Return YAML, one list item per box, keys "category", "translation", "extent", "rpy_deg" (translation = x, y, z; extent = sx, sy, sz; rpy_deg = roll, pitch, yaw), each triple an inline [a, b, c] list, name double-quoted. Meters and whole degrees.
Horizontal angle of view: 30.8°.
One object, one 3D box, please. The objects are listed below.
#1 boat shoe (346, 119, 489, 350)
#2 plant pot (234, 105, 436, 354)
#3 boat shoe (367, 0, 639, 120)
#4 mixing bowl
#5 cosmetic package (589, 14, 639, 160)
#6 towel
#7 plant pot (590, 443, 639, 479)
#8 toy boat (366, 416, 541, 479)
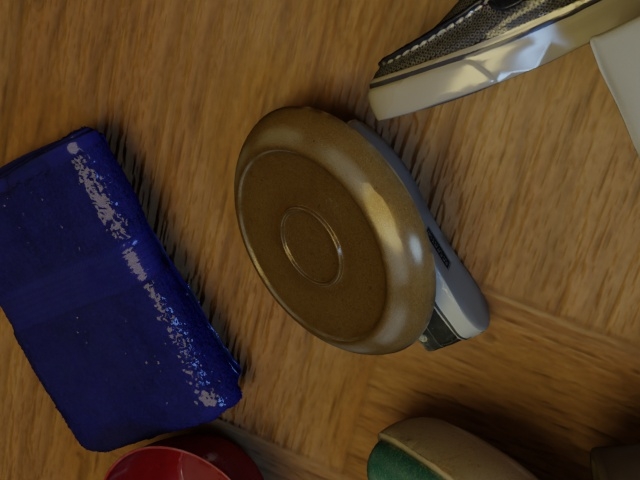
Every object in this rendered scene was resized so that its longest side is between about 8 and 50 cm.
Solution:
- category: "boat shoe"
  translation: [0.062, 0.001, 1.010]
  extent: [0.070, 0.078, 0.219]
  rpy_deg: [-27, 100, 28]
- category: "plant pot"
  translation: [0.000, 0.000, 1.003]
  extent: [0.236, 0.032, 0.236]
  rpy_deg: [30, 134, 35]
- category: "boat shoe"
  translation: [0.168, -0.218, 0.866]
  extent: [0.340, 0.127, 0.158]
  rpy_deg: [-22, 94, 20]
- category: "mixing bowl"
  translation: [-0.121, 0.266, 1.178]
  extent: [0.181, 0.098, 0.181]
  rpy_deg: [8, 113, 20]
- category: "cosmetic package"
  translation: [0.392, -0.140, 0.727]
  extent: [0.385, 0.217, 0.156]
  rpy_deg: [-22, 86, 27]
- category: "towel"
  translation: [-0.222, 0.053, 1.157]
  extent: [0.227, 0.076, 0.308]
  rpy_deg: [-20, 102, 35]
- category: "plant pot"
  translation: [0.376, 0.298, 0.895]
  extent: [0.280, 0.323, 0.323]
  rpy_deg: [-12, 106, 9]
- category: "toy boat"
  translation: [0.156, 0.313, 1.019]
  extent: [0.267, 0.148, 0.318]
  rpy_deg: [25, 149, 59]
